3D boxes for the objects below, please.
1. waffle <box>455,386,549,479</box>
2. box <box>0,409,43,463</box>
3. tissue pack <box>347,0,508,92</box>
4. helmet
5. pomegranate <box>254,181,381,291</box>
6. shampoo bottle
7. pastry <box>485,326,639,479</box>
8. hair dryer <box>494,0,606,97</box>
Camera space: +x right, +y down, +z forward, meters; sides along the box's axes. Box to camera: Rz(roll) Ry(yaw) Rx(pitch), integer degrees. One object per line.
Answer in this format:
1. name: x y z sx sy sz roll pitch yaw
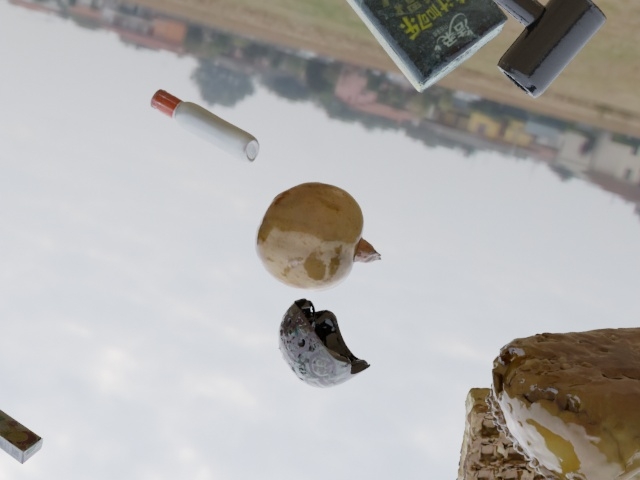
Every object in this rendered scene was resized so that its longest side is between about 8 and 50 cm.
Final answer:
1. waffle: 0.328 0.388 1.815 0.213 0.307 0.091 1 -159 -5
2. box: -0.581 0.316 1.935 0.207 0.041 0.050 29 -141 18
3. tissue pack: 0.161 -0.404 1.838 0.257 0.185 0.081 53 179 4
4. helmet: -0.014 0.185 1.850 0.177 0.107 0.153 29 -158 -52
5. pomegranate: -0.016 -0.006 2.005 0.207 0.207 0.207 16 -171 -3
6. shampoo bottle: -0.220 -0.218 2.074 0.221 0.051 0.108 29 173 13
7. pastry: 0.344 0.204 1.252 0.311 0.161 0.255 1 -159 -16
8. hair dryer: 0.202 -0.292 1.321 0.255 0.128 0.070 39 -172 5
